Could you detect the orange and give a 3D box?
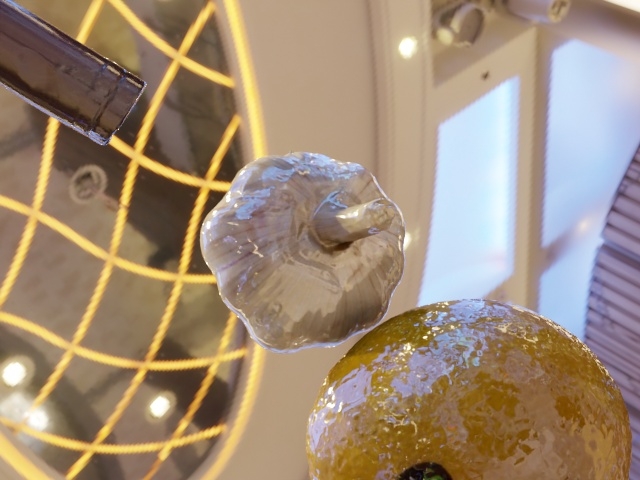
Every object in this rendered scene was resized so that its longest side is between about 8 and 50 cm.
[{"bbox_3d":[0.125,0.179,0.860,0.274,0.274,0.274,-27,-47,-33],"label":"orange"}]

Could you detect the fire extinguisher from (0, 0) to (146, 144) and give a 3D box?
[{"bbox_3d":[-0.290,-0.172,0.879,0.267,0.072,0.089,31,-59,-12],"label":"fire extinguisher"}]

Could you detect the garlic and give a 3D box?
[{"bbox_3d":[0.000,0.000,0.897,0.199,0.199,0.226,-41,3,-20],"label":"garlic"}]
